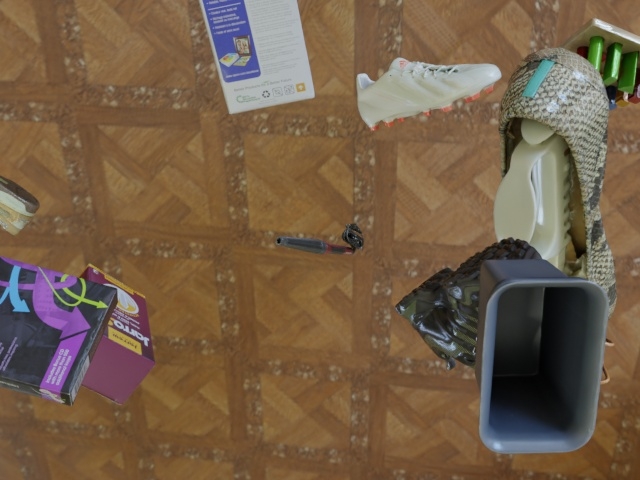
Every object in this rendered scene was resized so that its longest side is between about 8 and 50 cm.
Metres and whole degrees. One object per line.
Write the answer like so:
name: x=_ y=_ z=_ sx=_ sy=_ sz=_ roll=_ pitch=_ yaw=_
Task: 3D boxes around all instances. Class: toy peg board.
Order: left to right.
toy peg board: x=0.464 y=-0.267 z=1.264 sx=0.161 sy=0.079 sz=0.160 roll=18 pitch=161 yaw=-12

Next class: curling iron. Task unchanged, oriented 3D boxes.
curling iron: x=0.000 y=0.000 z=1.557 sx=0.035 sy=0.274 sz=0.068 roll=-1 pitch=91 yaw=39

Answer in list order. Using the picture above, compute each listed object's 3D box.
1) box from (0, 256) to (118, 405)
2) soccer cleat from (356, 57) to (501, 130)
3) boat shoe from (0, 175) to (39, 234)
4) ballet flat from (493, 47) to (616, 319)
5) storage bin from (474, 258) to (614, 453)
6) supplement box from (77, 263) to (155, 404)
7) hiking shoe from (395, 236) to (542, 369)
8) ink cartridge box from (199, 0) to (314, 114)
box: x=-0.279 y=0.072 z=0.687 sx=0.162 sy=0.116 sz=0.029 roll=14 pitch=141 yaw=-1
soccer cleat: x=0.119 y=-0.186 z=0.912 sx=0.196 sy=0.068 sz=0.076 roll=-9 pitch=104 yaw=43
boat shoe: x=-0.497 y=-0.077 z=1.085 sx=0.190 sy=0.068 sz=0.072 roll=37 pitch=97 yaw=-3
ballet flat: x=0.292 y=-0.010 z=1.013 sx=0.164 sy=0.182 sz=0.483 roll=17 pitch=141 yaw=35
storage bin: x=0.161 y=0.077 z=0.580 sx=0.098 sy=0.091 sz=0.135 roll=-1 pitch=109 yaw=-1
supplement box: x=-0.299 y=0.126 z=1.062 sx=0.104 sy=0.188 sz=0.081 roll=36 pitch=100 yaw=-29
hiking shoe: x=0.170 y=0.074 z=0.777 sx=0.114 sy=0.086 sz=0.227 roll=55 pitch=156 yaw=0
ink cartridge box: x=-0.129 y=-0.426 z=1.437 sx=0.176 sy=0.069 sz=0.371 roll=-11 pitch=127 yaw=2
